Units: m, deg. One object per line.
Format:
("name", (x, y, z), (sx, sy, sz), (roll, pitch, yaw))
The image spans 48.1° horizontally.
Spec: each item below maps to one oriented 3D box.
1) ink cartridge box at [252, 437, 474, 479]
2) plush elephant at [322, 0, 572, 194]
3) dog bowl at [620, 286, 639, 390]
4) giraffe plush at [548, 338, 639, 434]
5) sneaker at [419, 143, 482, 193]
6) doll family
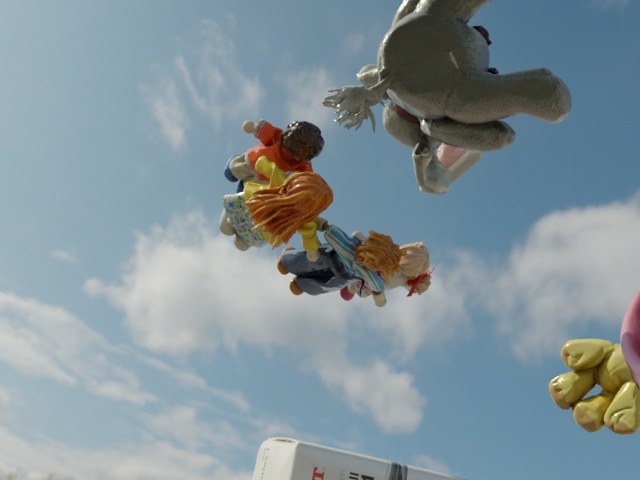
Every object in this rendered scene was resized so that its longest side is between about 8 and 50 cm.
("ink cartridge box", (0.048, 0.264, 0.592), (0.220, 0.160, 0.092), (17, -19, -17))
("plush elephant", (0.181, -0.224, 1.076), (0.330, 0.271, 0.255), (-24, -11, 8))
("dog bowl", (0.569, 0.097, 0.911), (0.150, 0.408, 0.408), (45, -38, -7))
("giraffe plush", (0.532, 0.240, 1.259), (0.171, 0.210, 0.181), (22, 15, -46))
("sneaker", (0.227, -0.146, 1.306), (0.134, 0.070, 0.051), (-39, -28, 30))
("doll family", (0.000, 0.000, 0.710), (0.263, 0.118, 0.163), (45, -34, -19))
